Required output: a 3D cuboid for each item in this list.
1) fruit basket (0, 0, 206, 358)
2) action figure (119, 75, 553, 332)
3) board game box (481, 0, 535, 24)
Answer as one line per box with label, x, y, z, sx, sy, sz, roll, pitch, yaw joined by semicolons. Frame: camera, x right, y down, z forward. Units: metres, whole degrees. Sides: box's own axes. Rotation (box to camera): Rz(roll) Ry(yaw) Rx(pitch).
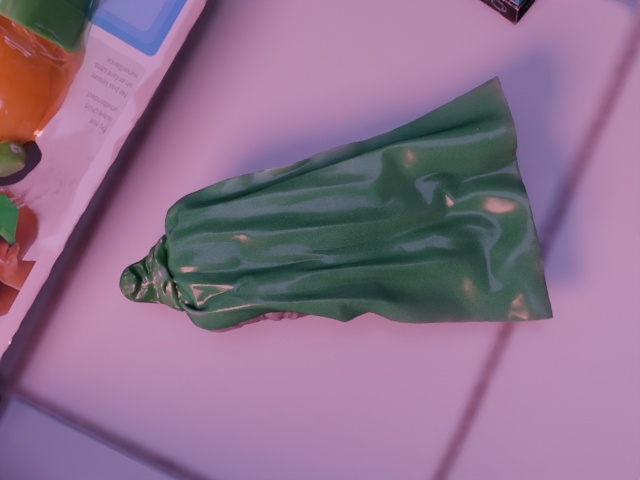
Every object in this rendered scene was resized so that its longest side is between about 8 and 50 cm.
fruit basket;-0.265;-0.103;0.627;0.327;0.165;0.353;31;87;11
action figure;0.000;0.000;0.625;0.232;0.063;0.137;-11;79;0
board game box;0.082;-0.233;0.683;0.186;0.026;0.126;37;85;12
